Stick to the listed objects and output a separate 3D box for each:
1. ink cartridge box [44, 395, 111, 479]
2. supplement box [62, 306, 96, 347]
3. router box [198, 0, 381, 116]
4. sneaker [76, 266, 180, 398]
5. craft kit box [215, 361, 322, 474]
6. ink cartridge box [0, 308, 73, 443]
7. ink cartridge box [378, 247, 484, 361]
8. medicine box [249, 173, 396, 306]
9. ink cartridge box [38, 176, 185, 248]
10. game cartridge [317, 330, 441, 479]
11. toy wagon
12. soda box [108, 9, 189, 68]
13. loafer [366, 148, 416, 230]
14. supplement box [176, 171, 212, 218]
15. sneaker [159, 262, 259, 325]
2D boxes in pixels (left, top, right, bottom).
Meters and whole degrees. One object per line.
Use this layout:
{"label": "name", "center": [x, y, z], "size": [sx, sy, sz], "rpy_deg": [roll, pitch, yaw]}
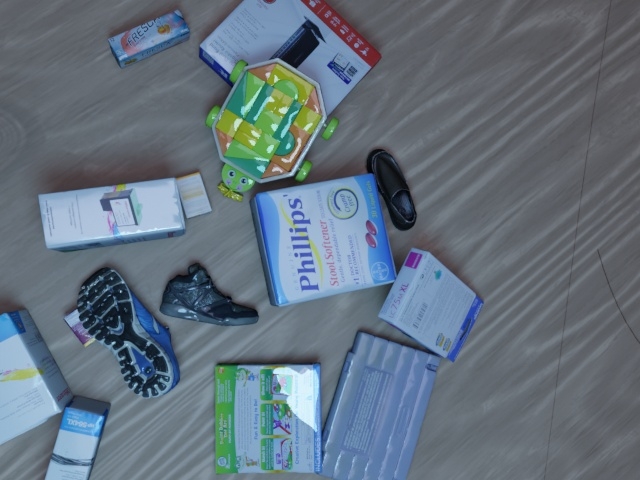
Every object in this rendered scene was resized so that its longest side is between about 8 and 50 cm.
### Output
{"label": "ink cartridge box", "center": [-0.525, 0.453, 1.393], "size": [0.086, 0.148, 0.203], "rpy_deg": [17, 83, -12]}
{"label": "supplement box", "center": [-0.533, 0.194, 1.456], "size": [0.043, 0.055, 0.083], "rpy_deg": [-37, 93, -12]}
{"label": "router box", "center": [-0.072, -0.449, 1.583], "size": [0.335, 0.082, 0.301], "rpy_deg": [41, 79, -7]}
{"label": "sneaker", "center": [-0.423, 0.207, 1.450], "size": [0.130, 0.147, 0.330], "rpy_deg": [-34, 75, -1]}
{"label": "craft kit box", "center": [-0.120, 0.410, 1.505], "size": [0.246, 0.061, 0.250], "rpy_deg": [0, 86, -2]}
{"label": "ink cartridge box", "center": [-0.660, 0.288, 1.363], "size": [0.168, 0.171, 0.233], "rpy_deg": [-28, 92, -12]}
{"label": "ink cartridge box", "center": [0.276, 0.165, 1.576], "size": [0.311, 0.065, 0.186], "rpy_deg": [35, 79, -42]}
{"label": "medicine box", "center": [0.000, 0.000, 1.535], "size": [0.289, 0.149, 0.263], "rpy_deg": [-12, 89, -13]}
{"label": "ink cartridge box", "center": [-0.443, -0.053, 1.416], "size": [0.278, 0.201, 0.117], "rpy_deg": [-9, 88, -13]}
{"label": "game cartridge", "center": [0.138, 0.420, 1.585], "size": [0.230, 0.068, 0.355], "rpy_deg": [19, 83, -6]}
{"label": "toy wagon", "center": [-0.133, -0.239, 1.502], "size": [0.267, 0.068, 0.344], "rpy_deg": [31, 102, -4]}
{"label": "soda box", "center": [-0.402, -0.473, 1.523], "size": [0.183, 0.063, 0.058], "rpy_deg": [-29, 93, -12]}
{"label": "loafer", "center": [0.190, -0.132, 1.620], "size": [0.080, 0.078, 0.220], "rpy_deg": [-28, 92, -12]}
{"label": "supplement box", "center": [-0.302, -0.105, 1.534], "size": [0.062, 0.036, 0.098], "rpy_deg": [-17, 90, -13]}
{"label": "sneaker", "center": [-0.248, 0.127, 1.505], "size": [0.227, 0.087, 0.130], "rpy_deg": [12, 90, -6]}
